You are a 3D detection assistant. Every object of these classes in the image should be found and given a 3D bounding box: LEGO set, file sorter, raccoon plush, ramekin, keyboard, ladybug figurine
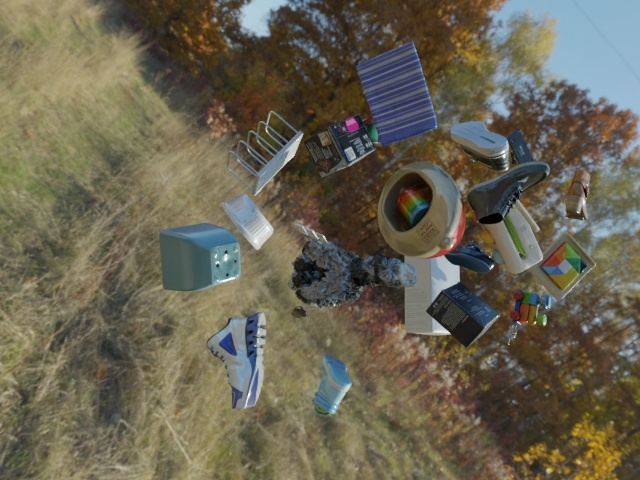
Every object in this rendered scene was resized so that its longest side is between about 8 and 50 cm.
[{"bbox_3d":[0.000,0.000,2.180,0.183,0.060,0.244,23,-21,37],"label":"LEGO set"},{"bbox_3d":[-0.239,-0.366,1.911,0.173,0.277,0.193,39,-22,1],"label":"file sorter"},{"bbox_3d":[0.094,0.158,1.559,0.447,0.216,0.299,14,-12,17],"label":"raccoon plush"},{"bbox_3d":[-0.334,-0.098,2.163,0.273,0.127,0.273,51,-4,5],"label":"ramekin"},{"bbox_3d":[0.844,-0.375,1.961,0.180,0.108,0.023,53,-16,-22],"label":"keyboard"},{"bbox_3d":[0.350,-0.092,1.557,0.162,0.305,0.449,28,26,-28],"label":"ladybug figurine"}]

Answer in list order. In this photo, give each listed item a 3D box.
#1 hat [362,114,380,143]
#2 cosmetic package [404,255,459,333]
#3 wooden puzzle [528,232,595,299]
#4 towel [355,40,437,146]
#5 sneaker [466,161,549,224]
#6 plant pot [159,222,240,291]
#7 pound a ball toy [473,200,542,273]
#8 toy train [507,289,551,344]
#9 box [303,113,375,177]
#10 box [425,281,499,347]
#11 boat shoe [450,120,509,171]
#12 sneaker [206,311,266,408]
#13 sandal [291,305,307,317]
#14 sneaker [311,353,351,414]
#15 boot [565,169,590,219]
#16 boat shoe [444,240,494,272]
[{"bbox_3d":[0.207,-0.525,1.985,0.209,0.183,0.173,19,22,23],"label":"hat"},{"bbox_3d":[0.495,0.218,2.027,0.217,0.384,0.156,14,-18,-37],"label":"cosmetic package"},{"bbox_3d":[1.102,0.120,2.087,0.221,0.239,0.044,45,4,-8],"label":"wooden puzzle"},{"bbox_3d":[0.293,-0.557,1.780,0.040,0.243,0.335,-42,115,-57],"label":"towel"},{"bbox_3d":[0.519,-0.121,1.245,0.083,0.222,0.118,40,35,-41],"label":"sneaker"},{"bbox_3d":[-0.457,0.076,1.833,0.252,0.247,0.248,9,14,37],"label":"plant pot"},{"bbox_3d":[0.586,-0.043,1.464,0.319,0.136,0.208,58,5,-17],"label":"pound a ball toy"},{"bbox_3d":[0.904,0.344,1.985,0.143,0.247,0.105,3,-20,42],"label":"toy train"},{"bbox_3d":[0.078,-0.368,1.789,0.247,0.142,0.163,-37,103,-49],"label":"box"},{"bbox_3d":[0.426,0.218,1.374,0.158,0.093,0.156,43,28,25],"label":"box"},{"bbox_3d":[0.550,-0.327,1.612,0.335,0.121,0.119,-102,171,-61],"label":"boat shoe"},{"bbox_3d":[-0.290,0.397,1.544,0.127,0.182,0.315,63,30,-68],"label":"sneaker"},{"bbox_3d":[-0.102,0.340,2.213,0.067,0.040,0.179,35,-20,-5],"label":"sandal"},{"bbox_3d":[0.028,0.642,2.029,0.127,0.208,0.319,27,4,-5],"label":"sneaker"},{"bbox_3d":[0.926,-0.157,1.636,0.073,0.152,0.197,12,-4,33],"label":"boot"},{"bbox_3d":[0.533,0.043,1.645,0.109,0.089,0.258,49,-8,-21],"label":"boat shoe"}]
